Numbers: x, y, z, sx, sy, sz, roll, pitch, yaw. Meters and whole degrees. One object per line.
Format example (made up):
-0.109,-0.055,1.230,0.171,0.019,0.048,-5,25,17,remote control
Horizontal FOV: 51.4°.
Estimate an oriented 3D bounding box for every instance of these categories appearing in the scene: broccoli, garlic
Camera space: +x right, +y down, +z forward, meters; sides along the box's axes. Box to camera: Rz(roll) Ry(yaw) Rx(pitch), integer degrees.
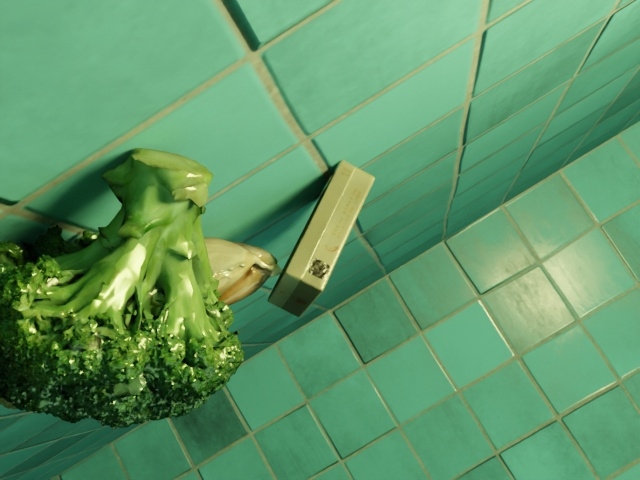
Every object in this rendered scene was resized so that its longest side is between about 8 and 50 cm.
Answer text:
-0.181,0.048,0.613,0.270,0.270,0.270,-65,159,11,broccoli
-0.173,0.061,0.931,0.228,0.110,0.217,-29,178,-2,garlic

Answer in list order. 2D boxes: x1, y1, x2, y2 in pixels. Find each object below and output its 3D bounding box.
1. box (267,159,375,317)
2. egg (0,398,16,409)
0.000,0.000,0.967,0.201,0.058,0.141,-63,-177,-25,box
-0.349,0.152,0.829,0.116,0.118,0.140,-47,173,36,egg
